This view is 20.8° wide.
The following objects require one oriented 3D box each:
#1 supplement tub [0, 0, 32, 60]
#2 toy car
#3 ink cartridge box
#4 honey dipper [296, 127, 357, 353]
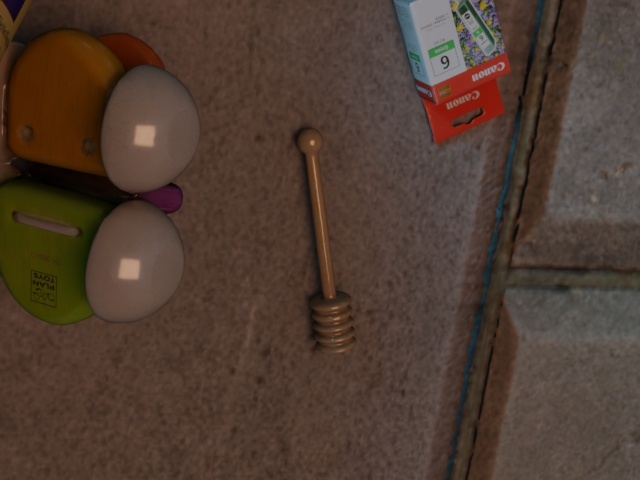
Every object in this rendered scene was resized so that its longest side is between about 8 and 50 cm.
[{"bbox_3d":[-0.270,-0.140,0.871,0.241,0.241,0.331,33,75,-30],"label":"supplement tub"},{"bbox_3d":[-0.139,-0.041,1.069,0.136,0.159,0.182,-18,118,-62],"label":"toy car"},{"bbox_3d":[0.096,-0.125,1.199,0.063,0.029,0.115,-25,116,-16],"label":"ink cartridge box"},{"bbox_3d":[0.000,0.000,1.201,0.030,0.030,0.160,-16,110,-20],"label":"honey dipper"}]
